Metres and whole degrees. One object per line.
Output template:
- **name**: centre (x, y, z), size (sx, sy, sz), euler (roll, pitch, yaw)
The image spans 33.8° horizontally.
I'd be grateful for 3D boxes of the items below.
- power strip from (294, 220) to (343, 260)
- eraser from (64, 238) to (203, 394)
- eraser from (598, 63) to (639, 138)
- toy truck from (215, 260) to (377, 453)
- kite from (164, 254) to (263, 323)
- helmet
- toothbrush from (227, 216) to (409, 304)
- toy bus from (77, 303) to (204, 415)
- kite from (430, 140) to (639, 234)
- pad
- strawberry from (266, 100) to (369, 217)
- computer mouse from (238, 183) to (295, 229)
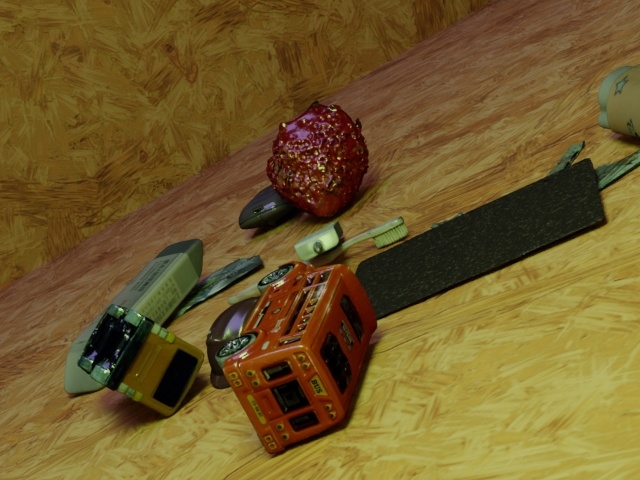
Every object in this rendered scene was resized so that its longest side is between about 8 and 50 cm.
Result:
- **power strip**: centre (0.000, 0.000, 1.504), size (0.060, 0.027, 0.253), euler (-26, 2, 4)
- **eraser**: centre (-0.285, 0.109, 1.642), size (0.089, 0.061, 0.352), euler (-13, 24, 33)
- **eraser**: centre (0.447, -0.176, 1.233), size (0.171, 0.087, 0.290), euler (-25, 13, -1)
- **toy truck**: centre (-0.013, 0.101, 1.067), size (0.114, 0.108, 0.253), euler (-23, 15, 20)
- **kite**: centre (-0.231, 0.104, 1.735), size (0.309, 0.015, 0.169), euler (-30, 11, -10)
- **helmet**: centre (-0.095, 0.115, 1.269), size (0.098, 0.070, 0.123), euler (-13, 18, 47)
- **toothbrush**: centre (-0.009, 0.038, 1.499), size (0.307, 0.030, 0.025), euler (-25, 9, 25)
- **toy bus**: centre (-0.226, 0.146, 1.315), size (0.098, 0.114, 0.201), euler (-61, 21, -10)
- **kite**: centre (0.274, -0.062, 1.316), size (0.335, 0.012, 0.314), euler (-19, 16, 34)
- **pad**: centre (0.175, 0.004, 1.248), size (0.330, 0.004, 0.220), euler (-25, 16, 19)
- **strawberry**: centre (0.001, -0.120, 1.799), size (0.186, 0.184, 0.202), euler (-22, 42, 5)
- **computer mouse**: centre (-0.084, -0.069, 1.992), size (0.120, 0.057, 0.232), euler (-25, 11, 15)
